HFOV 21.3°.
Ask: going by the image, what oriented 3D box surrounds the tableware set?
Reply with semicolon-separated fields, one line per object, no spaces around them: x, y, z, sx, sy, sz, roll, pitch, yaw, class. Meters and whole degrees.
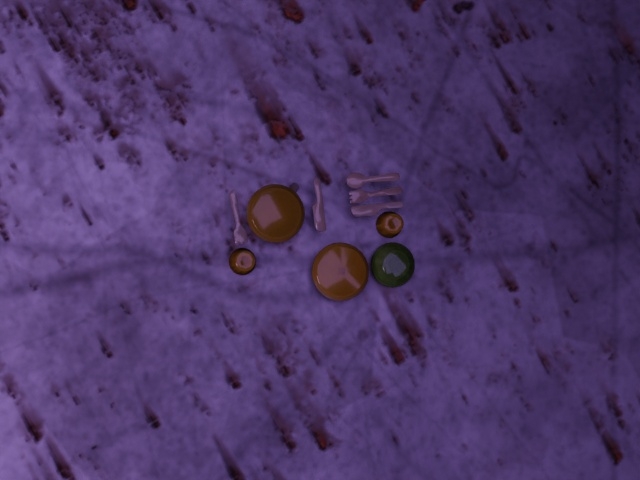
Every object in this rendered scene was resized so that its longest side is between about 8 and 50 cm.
0.000;0.000;1.405;0.154;0.024;0.104;-7;89;-11;tableware set
